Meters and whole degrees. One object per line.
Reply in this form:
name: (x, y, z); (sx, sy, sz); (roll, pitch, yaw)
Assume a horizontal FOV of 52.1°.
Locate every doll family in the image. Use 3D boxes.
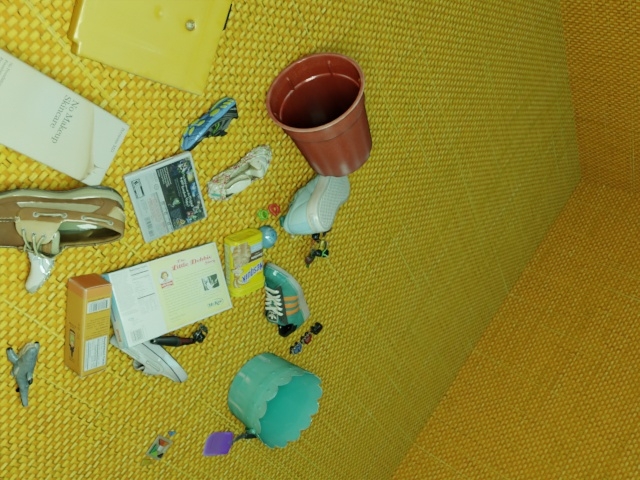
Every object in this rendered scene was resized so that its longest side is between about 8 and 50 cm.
doll family: (0.000, 0.000, 2.069); (0.111, 0.076, 0.193); (-52, 152, -73)

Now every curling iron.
curling iron: (-0.383, 0.259, 1.761); (0.068, 0.035, 0.274); (-59, 161, 6)

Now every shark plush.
shark plush: (-0.670, 0.302, 1.473); (0.073, 0.067, 0.161); (10, 101, -52)

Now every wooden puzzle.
wooden puzzle: (-0.472, 0.610, 1.919); (0.116, 0.014, 0.078); (-61, 142, -7)

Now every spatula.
spatula: (-0.263, 0.658, 2.180); (0.296, 0.030, 0.084); (4, 104, -51)

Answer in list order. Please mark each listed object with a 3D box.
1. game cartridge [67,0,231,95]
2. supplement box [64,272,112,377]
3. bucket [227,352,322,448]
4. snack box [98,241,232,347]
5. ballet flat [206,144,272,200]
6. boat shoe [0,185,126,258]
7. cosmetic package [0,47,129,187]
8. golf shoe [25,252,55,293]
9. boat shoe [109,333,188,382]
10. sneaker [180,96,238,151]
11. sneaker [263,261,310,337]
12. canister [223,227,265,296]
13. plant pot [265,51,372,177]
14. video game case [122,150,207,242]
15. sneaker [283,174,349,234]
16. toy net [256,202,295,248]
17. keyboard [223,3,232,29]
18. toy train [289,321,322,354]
game cartridge: (-0.356, -0.493, 1.408); (0.323, 0.052, 0.285); (11, 104, -43)
supplement box: (-0.553, 0.201, 1.554); (0.080, 0.078, 0.234); (-10, 117, -51)
bucket: (-0.151, 0.509, 2.110); (0.281, 0.183, 0.281); (-26, 128, -39)
snack box: (-0.386, 0.132, 1.672); (0.322, 0.060, 0.187); (-19, 97, -44)
ballet flat: (-0.201, -0.175, 1.770); (0.241, 0.077, 0.091); (-42, 136, -29)
boat shoe: (-0.553, -0.029, 1.316); (0.324, 0.120, 0.123); (-11, 147, -22)
cosmetic package: (-0.554, -0.240, 1.288); (0.309, 0.113, 0.160); (29, 86, -52)
golf shoe: (-0.612, 0.024, 1.414); (0.086, 0.069, 0.176); (26, 83, -35)
boat shoe: (-0.450, 0.311, 1.721); (0.088, 0.096, 0.267); (-45, 137, -14)
sneaker: (-0.271, -0.281, 1.638); (0.188, 0.067, 0.078); (-47, 136, -25)
sneaker: (-0.122, 0.195, 2.037); (0.121, 0.108, 0.302); (-51, 142, -25)
canister: (-0.220, 0.061, 1.879); (0.126, 0.073, 0.170); (-23, 124, -42)
plant pot: (0.022, -0.329, 1.822); (0.272, 0.272, 0.265); (-54, 149, -15)
video game case: (-0.379, -0.107, 1.612); (0.173, 0.022, 0.190); (-26, 128, -23)
sneaker: (-0.019, -0.135, 1.961); (0.366, 0.150, 0.135); (-58, 133, -58)
toy net: (-0.107, -0.059, 1.980); (0.232, 0.045, 0.122); (-21, 95, -46)
keyboard: (-0.276, -0.553, 1.512); (0.192, 0.038, 0.100); (-1, 109, -51)
toy train: (-0.048, 0.341, 2.261); (0.158, 0.036, 0.027); (-41, 136, -28)
